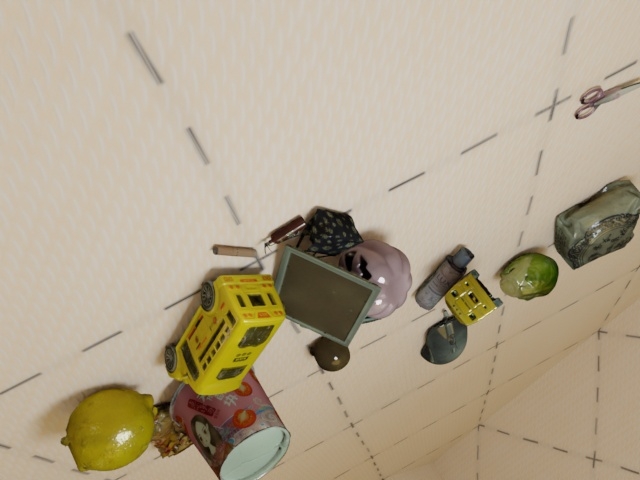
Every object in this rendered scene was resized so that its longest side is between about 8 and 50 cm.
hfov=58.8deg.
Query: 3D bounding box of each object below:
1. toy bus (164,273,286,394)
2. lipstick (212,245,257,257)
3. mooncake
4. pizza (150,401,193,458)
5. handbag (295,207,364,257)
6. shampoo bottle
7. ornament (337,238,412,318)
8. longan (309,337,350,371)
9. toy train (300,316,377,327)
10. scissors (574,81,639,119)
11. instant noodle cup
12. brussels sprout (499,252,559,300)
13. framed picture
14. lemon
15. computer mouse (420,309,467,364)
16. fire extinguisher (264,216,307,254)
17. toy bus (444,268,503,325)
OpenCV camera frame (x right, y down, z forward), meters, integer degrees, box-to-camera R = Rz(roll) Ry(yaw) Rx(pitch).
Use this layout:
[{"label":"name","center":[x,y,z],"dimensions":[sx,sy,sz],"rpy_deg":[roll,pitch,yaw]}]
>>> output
[{"label":"toy bus","center":[-0.206,0.216,1.207],"dimensions":[0.144,0.152,0.330],"rpy_deg":[0,136,-40]},{"label":"lipstick","center":[-0.165,0.022,1.100],"dimensions":[0.094,0.019,0.019],"rpy_deg":[7,132,-44]},{"label":"mooncake","center":[0.845,-0.036,1.718],"dimensions":[0.250,0.136,0.254],"rpy_deg":[-28,147,4]},{"label":"pizza","center":[-0.352,0.488,1.536],"dimensions":[0.251,0.074,0.288],"rpy_deg":[-26,149,-12]},{"label":"handbag","center":[0.000,0.000,1.170],"dimensions":[0.115,0.072,0.139],"rpy_deg":[8,144,-47]},{"label":"shampoo bottle","center":[0.344,0.104,1.571],"dimensions":[0.072,0.072,0.214],"rpy_deg":[1,136,-39]},{"label":"ornament","center":[0.112,0.084,1.277],"dimensions":[0.177,0.177,0.177],"rpy_deg":[-21,146,-15]},{"label":"longan","center":[0.023,0.315,1.583],"dimensions":[0.119,0.106,0.106],"rpy_deg":[4,158,26]},{"label":"toy train","center":[0.058,0.193,1.475],"dimensions":[0.251,0.055,0.048],"rpy_deg":[-5,140,-35]},{"label":"scissors","center":[0.655,-0.327,1.277],"dimensions":[0.176,0.022,0.085],"rpy_deg":[-22,146,-8]},{"label":"instant noodle cup","center":[-0.215,0.447,1.390],"dimensions":[0.243,0.231,0.243],"rpy_deg":[-22,132,-26]},{"label":"brussels sprout","center":[0.650,0.111,1.762],"dimensions":[0.180,0.144,0.161],"rpy_deg":[-18,-178,-39]},{"label":"framed picture","center":[-0.001,0.126,1.225],"dimensions":[0.017,0.217,0.274],"rpy_deg":[-62,177,-38]},{"label":"lemon","center":[-0.459,0.413,1.256],"dimensions":[0.206,0.173,0.173],"rpy_deg":[-29,150,-27]},{"label":"computer mouse","center":[0.435,0.344,1.953],"dimensions":[0.167,0.090,0.379],"rpy_deg":[-27,146,-7]},{"label":"fire extinguisher","center":[-0.072,-0.010,1.130],"dimensions":[0.100,0.032,0.046],"rpy_deg":[-32,-178,2]},{"label":"toy bus","center":[0.415,0.167,1.573],"dimensions":[0.123,0.121,0.335],"rpy_deg":[-39,167,5]}]
